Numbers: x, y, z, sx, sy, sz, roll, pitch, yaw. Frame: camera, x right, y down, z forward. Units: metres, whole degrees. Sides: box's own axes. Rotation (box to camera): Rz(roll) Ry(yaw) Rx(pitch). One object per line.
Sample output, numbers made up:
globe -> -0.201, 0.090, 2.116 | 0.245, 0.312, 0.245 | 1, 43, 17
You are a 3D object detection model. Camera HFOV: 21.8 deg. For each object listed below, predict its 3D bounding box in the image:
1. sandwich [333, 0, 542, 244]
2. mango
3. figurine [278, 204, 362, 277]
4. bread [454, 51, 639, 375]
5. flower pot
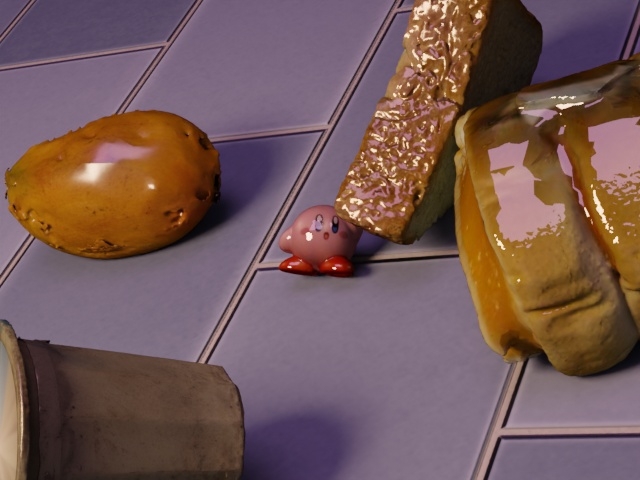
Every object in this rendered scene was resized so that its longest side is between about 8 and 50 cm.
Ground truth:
sandwich -> 0.127, -0.124, 1.682 | 0.100, 0.254, 0.288 | 20, 86, 16
mango -> -0.230, -0.064, 1.816 | 0.249, 0.151, 0.156 | -6, 70, 21
figurine -> 0.000, 0.000, 1.656 | 0.083, 0.067, 0.071 | 3, 80, 10
bread -> 0.278, -0.054, 1.434 | 0.341, 0.210, 0.300 | -12, 36, 16
flower pot -> -0.182, 0.177, 1.381 | 0.203, 0.212, 0.212 | 6, 22, -26
